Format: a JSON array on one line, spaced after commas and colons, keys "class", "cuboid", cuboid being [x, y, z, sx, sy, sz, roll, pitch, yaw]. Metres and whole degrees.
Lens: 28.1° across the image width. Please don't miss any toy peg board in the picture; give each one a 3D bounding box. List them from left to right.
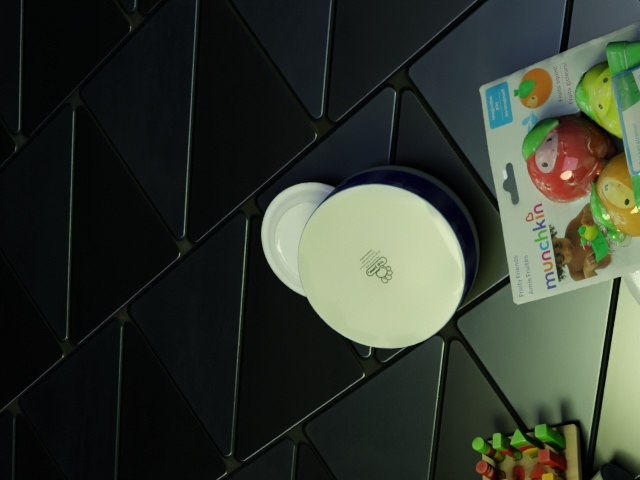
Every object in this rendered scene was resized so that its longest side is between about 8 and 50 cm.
[{"class": "toy peg board", "cuboid": [0.298, 0.353, 1.896, 0.161, 0.079, 0.161, -18, 54, 33]}]

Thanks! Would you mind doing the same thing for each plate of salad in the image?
[{"class": "plate of salad", "cuboid": [0.000, 0.000, 2.051, 0.199, 0.048, 0.200, 8, 112, 20]}]

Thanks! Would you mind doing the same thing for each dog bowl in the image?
[{"class": "dog bowl", "cuboid": [0.102, 0.026, 1.936, 0.265, 0.104, 0.265, 6, 109, 17]}]

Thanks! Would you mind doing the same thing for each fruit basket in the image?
[{"class": "fruit basket", "cuboid": [0.366, -0.114, 1.657, 0.353, 0.165, 0.327, -17, 72, 34]}]

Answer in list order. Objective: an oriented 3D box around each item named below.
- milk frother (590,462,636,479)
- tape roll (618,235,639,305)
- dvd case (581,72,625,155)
[{"class": "milk frother", "cuboid": [0.437, 0.429, 1.886, 0.143, 0.129, 0.135, 22, 120, -23]}, {"class": "tape roll", "cuboid": [0.523, 0.015, 1.746, 0.219, 0.072, 0.219, 7, 104, 28]}, {"class": "dvd case", "cuboid": [0.435, -0.156, 1.734, 0.179, 0.029, 0.239, -17, 72, 31]}]
